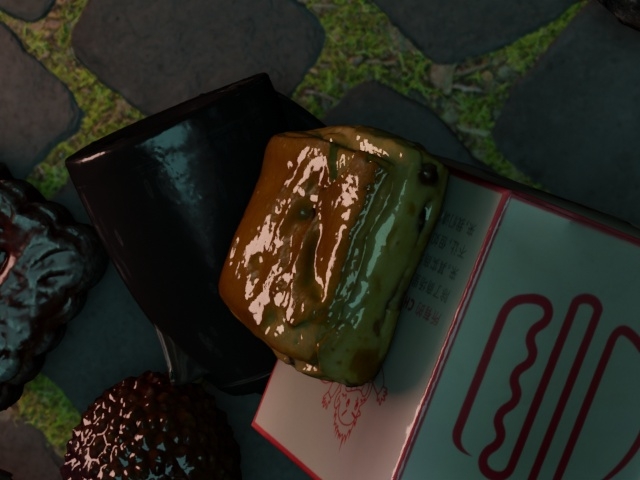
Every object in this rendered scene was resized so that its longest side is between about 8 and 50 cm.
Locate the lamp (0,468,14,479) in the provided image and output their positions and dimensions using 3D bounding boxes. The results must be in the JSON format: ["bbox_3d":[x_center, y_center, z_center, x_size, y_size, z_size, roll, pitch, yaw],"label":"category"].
[{"bbox_3d":[-0.342,0.329,1.730,0.233,0.233,0.265,-41,69,5],"label":"lamp"}]

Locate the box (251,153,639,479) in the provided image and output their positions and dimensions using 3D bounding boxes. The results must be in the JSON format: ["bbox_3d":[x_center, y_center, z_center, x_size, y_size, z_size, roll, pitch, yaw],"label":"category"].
[{"bbox_3d":[0.164,0.108,1.585,0.300,0.314,0.312,20,94,-25],"label":"box"}]

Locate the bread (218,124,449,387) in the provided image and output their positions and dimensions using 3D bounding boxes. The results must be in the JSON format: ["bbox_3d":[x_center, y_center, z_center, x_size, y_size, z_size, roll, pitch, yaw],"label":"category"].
[{"bbox_3d":[0.000,0.000,1.519,0.099,0.235,0.210,21,92,-26],"label":"bread"}]

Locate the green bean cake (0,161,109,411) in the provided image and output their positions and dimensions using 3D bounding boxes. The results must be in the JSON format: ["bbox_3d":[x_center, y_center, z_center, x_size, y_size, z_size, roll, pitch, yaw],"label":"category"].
[{"bbox_3d":[-0.343,0.023,1.784,0.232,0.097,0.198,38,95,3],"label":"green bean cake"}]

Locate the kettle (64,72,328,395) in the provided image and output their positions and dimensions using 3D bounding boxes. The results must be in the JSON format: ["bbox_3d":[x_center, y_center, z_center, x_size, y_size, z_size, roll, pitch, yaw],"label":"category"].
[{"bbox_3d":[-0.063,-0.002,1.722,0.268,0.207,0.290,-27,99,-19],"label":"kettle"}]

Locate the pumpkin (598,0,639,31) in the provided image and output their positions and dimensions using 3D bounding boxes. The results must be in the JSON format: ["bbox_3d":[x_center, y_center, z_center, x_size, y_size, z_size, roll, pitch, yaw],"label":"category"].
[{"bbox_3d":[0.351,-0.297,1.678,0.233,0.163,0.233,-2,81,10],"label":"pumpkin"}]

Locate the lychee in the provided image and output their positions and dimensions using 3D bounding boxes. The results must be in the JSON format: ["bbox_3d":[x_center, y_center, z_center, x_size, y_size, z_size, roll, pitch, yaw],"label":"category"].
[{"bbox_3d":[-0.167,0.217,1.738,0.188,0.188,0.188,0,91,5],"label":"lychee"}]
